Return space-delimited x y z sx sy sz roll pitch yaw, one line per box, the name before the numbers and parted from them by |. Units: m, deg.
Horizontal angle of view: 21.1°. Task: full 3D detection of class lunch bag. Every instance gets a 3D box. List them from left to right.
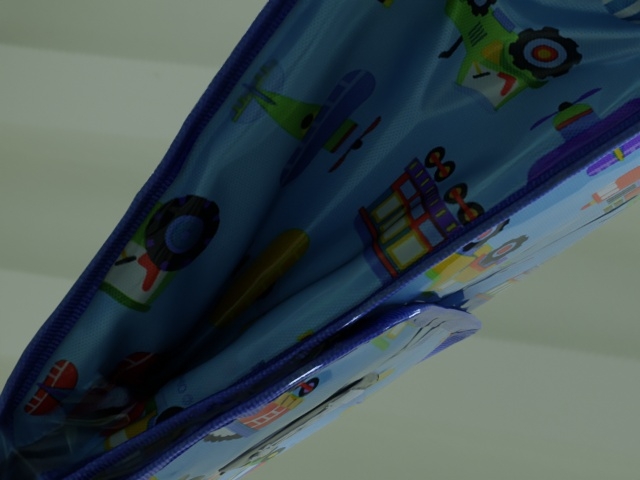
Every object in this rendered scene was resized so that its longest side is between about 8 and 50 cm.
lunch bag | 0.000 0.000 0.609 0.293 0.221 0.138 -45 -98 7
